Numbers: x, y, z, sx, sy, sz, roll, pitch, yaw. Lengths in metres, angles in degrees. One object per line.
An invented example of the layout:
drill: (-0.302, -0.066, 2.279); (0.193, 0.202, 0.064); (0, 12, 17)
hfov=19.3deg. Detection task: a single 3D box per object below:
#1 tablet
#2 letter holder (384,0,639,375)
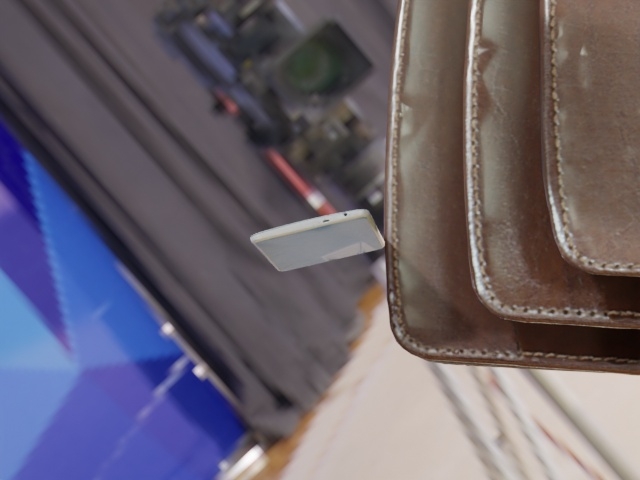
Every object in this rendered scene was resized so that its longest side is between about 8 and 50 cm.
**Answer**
tablet: (0.000, 0.000, 0.866); (0.054, 0.006, 0.083); (-13, -11, 5)
letter holder: (0.129, -0.105, 0.829); (0.152, 0.214, 0.302); (64, -149, -68)
